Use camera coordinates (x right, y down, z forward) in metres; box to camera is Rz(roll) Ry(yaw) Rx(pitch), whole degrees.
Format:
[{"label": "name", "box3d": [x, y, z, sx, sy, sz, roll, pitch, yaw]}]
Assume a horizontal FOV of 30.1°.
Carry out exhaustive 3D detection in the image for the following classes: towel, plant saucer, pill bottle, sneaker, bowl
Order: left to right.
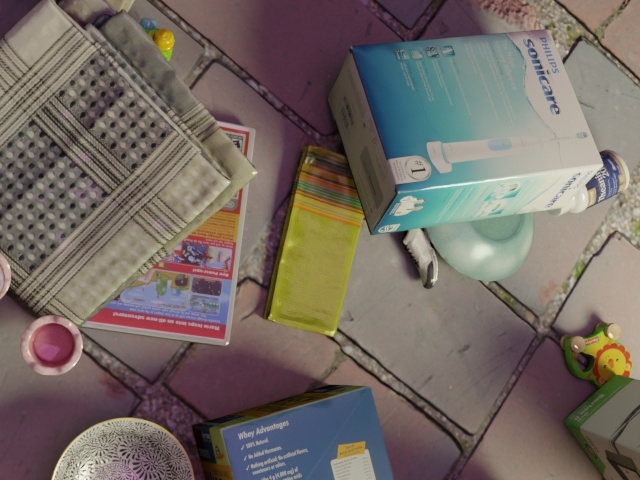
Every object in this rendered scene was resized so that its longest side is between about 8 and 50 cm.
[{"label": "towel", "box3d": [-0.286, -0.094, 1.384, 0.324, 0.056, 0.312, -42, 94, 3]}, {"label": "bowl", "box3d": [-0.240, 0.294, 1.406, 0.170, 0.080, 0.170, 3, 81, -20]}, {"label": "towel", "box3d": [0.000, 0.000, 1.554, 0.102, 0.021, 0.237, 15, 82, -12]}, {"label": "sneaker", "box3d": [0.131, 0.013, 1.607, 0.044, 0.040, 0.109, -7, 79, -14]}, {"label": "plant saucer", "box3d": [0.227, -0.043, 1.627, 0.195, 0.037, 0.195, 9, 72, -27]}, {"label": "pill bottle", "box3d": [0.373, -0.079, 1.690, 0.120, 0.067, 0.067, -24, 92, -22]}]

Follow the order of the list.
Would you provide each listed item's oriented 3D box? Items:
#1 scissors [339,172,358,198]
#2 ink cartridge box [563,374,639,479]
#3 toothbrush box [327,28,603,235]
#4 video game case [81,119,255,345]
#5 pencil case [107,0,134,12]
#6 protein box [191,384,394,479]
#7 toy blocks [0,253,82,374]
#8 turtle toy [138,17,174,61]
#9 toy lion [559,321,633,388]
[{"label": "scissors", "box3d": [0.132, -0.161, 1.634, 0.109, 0.021, 0.297, 37, 74, -11]}, {"label": "ink cartridge box", "box3d": [0.463, 0.298, 1.558, 0.115, 0.273, 0.198, -38, 97, -8]}, {"label": "toothbrush box", "box3d": [0.185, -0.145, 1.553, 0.295, 0.126, 0.216, -10, 67, -19]}, {"label": "video game case", "box3d": [-0.196, -0.021, 1.492, 0.204, 0.025, 0.285, 10, 80, -19]}, {"label": "pencil case", "box3d": [-0.383, -0.426, 1.401, 0.410, 0.160, 0.183, 23, 80, -16]}, {"label": "protein box", "box3d": [-0.026, 0.298, 1.455, 0.200, 0.136, 0.201, -14, 88, -21]}, {"label": "toy blocks", "box3d": [-0.447, 0.097, 1.233, 0.288, 0.260, 0.309, -42, 99, -7]}, {"label": "turtle toy", "box3d": [-0.240, -0.230, 1.474, 0.130, 0.095, 0.066, -25, 71, -22]}, {"label": "toy lion", "box3d": [0.396, 0.169, 1.689, 0.100, 0.034, 0.096, -16, 96, -21]}]
